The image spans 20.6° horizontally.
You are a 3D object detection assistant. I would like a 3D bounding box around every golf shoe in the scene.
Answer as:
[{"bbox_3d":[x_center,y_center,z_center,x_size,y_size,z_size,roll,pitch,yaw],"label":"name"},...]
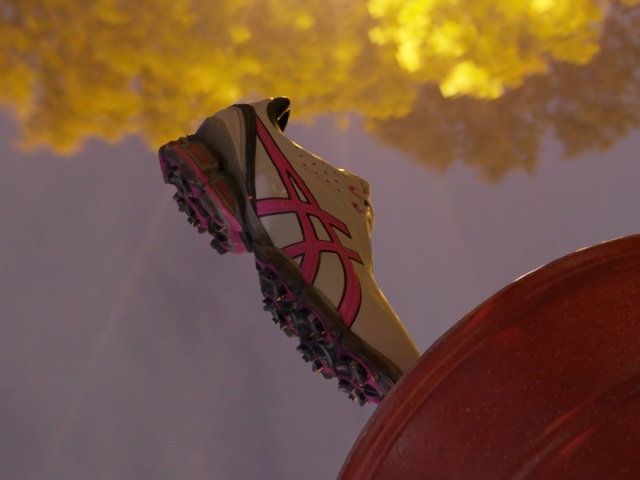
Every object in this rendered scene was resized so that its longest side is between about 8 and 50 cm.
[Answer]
[{"bbox_3d":[0.000,0.000,0.879,0.186,0.086,0.067,51,163,21],"label":"golf shoe"}]

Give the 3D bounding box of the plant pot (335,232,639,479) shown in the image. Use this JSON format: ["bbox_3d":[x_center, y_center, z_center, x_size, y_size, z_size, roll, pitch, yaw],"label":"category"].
[{"bbox_3d":[0.174,0.177,0.684,0.272,0.272,0.265,50,180,-39],"label":"plant pot"}]
